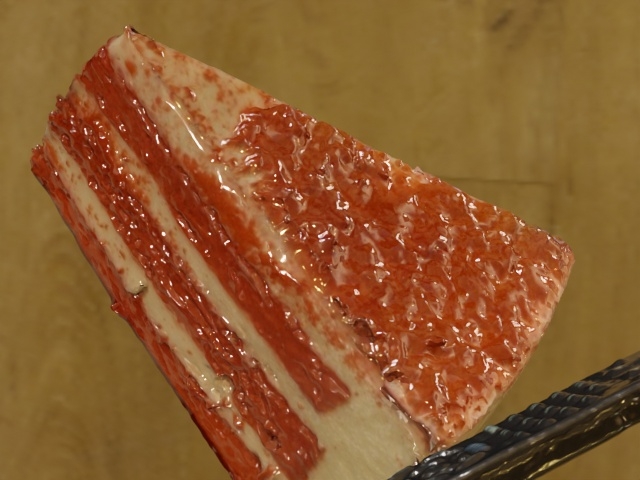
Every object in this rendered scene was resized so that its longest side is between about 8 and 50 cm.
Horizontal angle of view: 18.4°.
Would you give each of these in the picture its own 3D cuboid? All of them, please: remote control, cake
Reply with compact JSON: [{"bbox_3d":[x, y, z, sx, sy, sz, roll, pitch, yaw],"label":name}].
[{"bbox_3d":[0.075,0.089,0.808,0.245,0.063,0.025,-25,90,-14],"label":"remote control"},{"bbox_3d":[0.000,0.000,0.977,0.160,0.158,0.262,-28,78,-36],"label":"cake"}]
